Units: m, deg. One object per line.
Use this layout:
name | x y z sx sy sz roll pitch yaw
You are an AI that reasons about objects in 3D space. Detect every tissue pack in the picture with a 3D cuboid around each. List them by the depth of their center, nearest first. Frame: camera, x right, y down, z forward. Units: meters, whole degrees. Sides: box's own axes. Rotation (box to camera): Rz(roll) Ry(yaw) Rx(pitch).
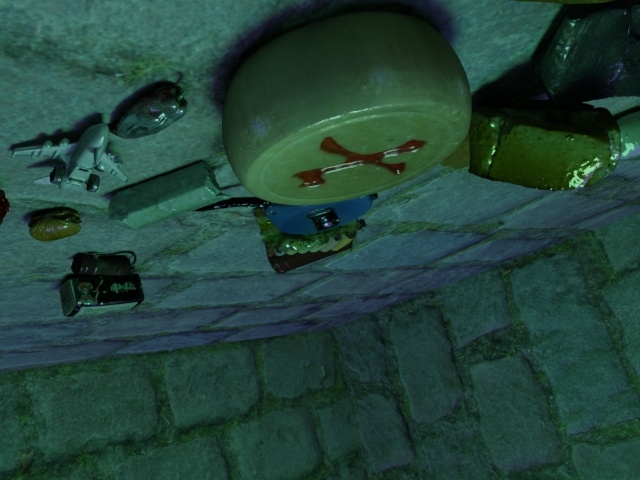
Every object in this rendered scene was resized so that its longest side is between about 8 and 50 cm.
tissue pack | -0.529 0.130 1.462 0.170 0.091 0.103 -4 162 -40

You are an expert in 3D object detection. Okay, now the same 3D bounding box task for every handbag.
handbag | 0.445 -0.290 0.902 0.270 0.089 0.175 -10 157 -15

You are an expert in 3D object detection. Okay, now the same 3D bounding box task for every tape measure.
tape measure | -0.065 -0.066 1.190 0.351 0.098 0.215 -15 164 10

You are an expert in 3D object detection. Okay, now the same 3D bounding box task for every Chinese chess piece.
Chinese chess piece | 0.034 -0.165 0.825 0.337 0.141 0.338 -14 165 -4

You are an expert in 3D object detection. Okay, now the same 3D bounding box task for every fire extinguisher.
fire extinguisher | -0.465 0.051 1.334 0.078 0.045 0.157 -47 151 23
fire extinguisher | 0.000 0.000 1.474 0.268 0.105 0.104 -20 164 22

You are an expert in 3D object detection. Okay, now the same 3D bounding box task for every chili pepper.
chili pepper | -0.224 -0.162 0.785 0.153 0.041 0.050 -22 121 26

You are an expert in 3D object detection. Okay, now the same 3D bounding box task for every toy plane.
toy plane | -0.332 -0.109 0.837 0.162 0.066 0.171 12 156 -38

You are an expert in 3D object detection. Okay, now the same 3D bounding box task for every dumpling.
dumpling | 0.697 -0.223 1.315 0.216 0.105 0.149 -17 165 8

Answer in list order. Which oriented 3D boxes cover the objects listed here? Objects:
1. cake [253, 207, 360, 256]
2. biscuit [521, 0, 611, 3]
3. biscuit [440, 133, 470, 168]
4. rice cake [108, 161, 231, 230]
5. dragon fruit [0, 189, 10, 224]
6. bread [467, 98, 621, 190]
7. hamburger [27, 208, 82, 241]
cake | -0.034 -0.025 1.330 0.225 0.110 0.090 -10 165 -19
biscuit | 0.161 -0.267 0.598 0.254 0.029 0.172 -3 -159 -35
biscuit | 0.361 -0.207 1.231 0.231 0.013 0.237 -15 164 1
rice cake | -0.262 -0.073 1.027 0.206 0.063 0.069 -19 159 12
dragon fruit | -0.521 -0.051 0.822 0.094 0.094 0.190 -23 158 28
bread | 0.371 -0.168 0.998 0.185 0.124 0.257 -27 -151 -32
hamburger | -0.461 -0.025 1.051 0.083 0.044 0.076 -12 164 0
